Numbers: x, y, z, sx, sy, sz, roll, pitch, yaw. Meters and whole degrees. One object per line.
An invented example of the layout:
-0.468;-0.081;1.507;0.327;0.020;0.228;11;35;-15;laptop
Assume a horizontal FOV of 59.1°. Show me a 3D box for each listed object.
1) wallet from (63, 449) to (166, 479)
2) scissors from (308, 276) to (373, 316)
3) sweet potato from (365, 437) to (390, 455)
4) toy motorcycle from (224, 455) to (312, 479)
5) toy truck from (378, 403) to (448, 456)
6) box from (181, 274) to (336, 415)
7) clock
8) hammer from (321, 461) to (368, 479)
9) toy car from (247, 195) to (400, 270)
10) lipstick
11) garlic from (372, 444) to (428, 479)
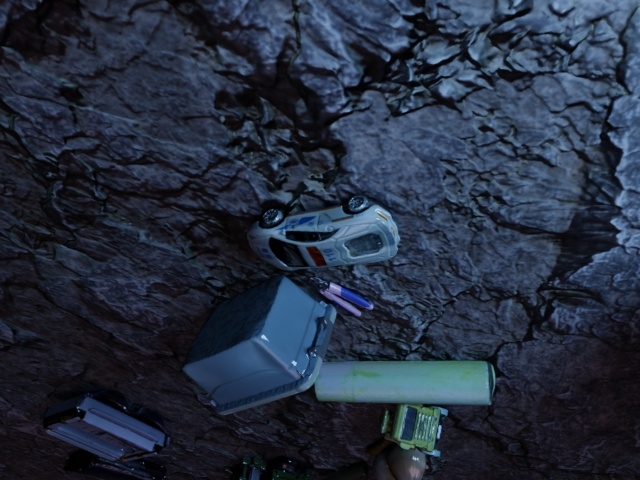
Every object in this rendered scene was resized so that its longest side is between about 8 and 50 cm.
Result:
-0.589;0.652;1.614;0.221;0.071;0.262;28;140;-28;wallet
0.028;0.083;0.856;0.113;0.012;0.039;31;135;-24;scissors
0.133;0.466;1.277;0.026;0.026;0.115;21;136;-13;sweet potato
-0.149;0.659;1.493;0.205;0.127;0.275;20;132;-13;toy motorcycle
0.168;0.344;1.048;0.116;0.085;0.191;11;163;13;toy truck
-0.094;0.162;0.866;0.227;0.162;0.130;-26;118;35;box
-0.493;0.431;1.313;0.187;0.083;0.253;-23;130;34;clock
-0.005;0.653;1.480;0.044;0.111;0.365;30;130;-25;hammer
0.000;0.000;0.732;0.205;0.056;0.095;-8;138;19;toy car
0.143;0.246;0.976;0.305;0.076;0.076;-4;138;15;lipstick
0.190;0.511;1.275;0.124;0.099;0.174;30;135;5;garlic
